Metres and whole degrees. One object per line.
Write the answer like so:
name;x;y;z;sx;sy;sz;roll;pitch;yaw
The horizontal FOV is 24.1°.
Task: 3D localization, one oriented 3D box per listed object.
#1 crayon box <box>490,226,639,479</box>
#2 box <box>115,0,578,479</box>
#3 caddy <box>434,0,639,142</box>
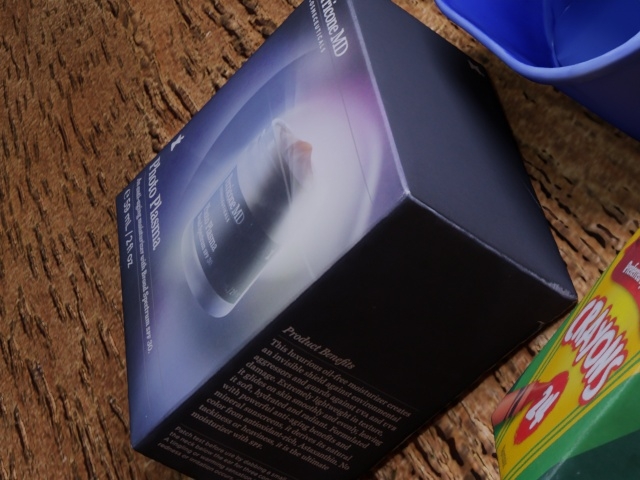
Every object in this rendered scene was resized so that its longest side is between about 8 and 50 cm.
crayon box;0.222;0.029;0.828;0.318;0.081;0.202;-53;3;10
box;0.000;0.000;1.152;0.294;0.182;0.296;-43;35;23
caddy;0.206;-0.217;1.038;0.241;0.179;0.341;-54;32;11
